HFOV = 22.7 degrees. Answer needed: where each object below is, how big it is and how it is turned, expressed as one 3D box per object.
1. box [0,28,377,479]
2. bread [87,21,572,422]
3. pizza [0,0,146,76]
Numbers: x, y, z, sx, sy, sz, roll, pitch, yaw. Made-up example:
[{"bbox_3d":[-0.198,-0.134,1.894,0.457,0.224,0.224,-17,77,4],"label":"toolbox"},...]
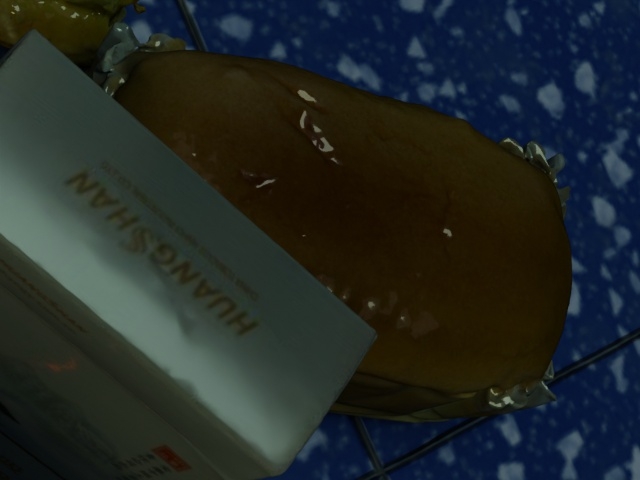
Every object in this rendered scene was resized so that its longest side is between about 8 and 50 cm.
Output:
[{"bbox_3d":[-0.103,0.028,0.575,0.149,0.233,0.067,40,62,-15],"label":"box"},{"bbox_3d":[0.000,0.000,0.719,0.241,0.107,0.136,16,67,-27],"label":"bread"},{"bbox_3d":[-0.123,-0.217,0.607,0.280,0.287,0.075,34,33,-22],"label":"pizza"}]
